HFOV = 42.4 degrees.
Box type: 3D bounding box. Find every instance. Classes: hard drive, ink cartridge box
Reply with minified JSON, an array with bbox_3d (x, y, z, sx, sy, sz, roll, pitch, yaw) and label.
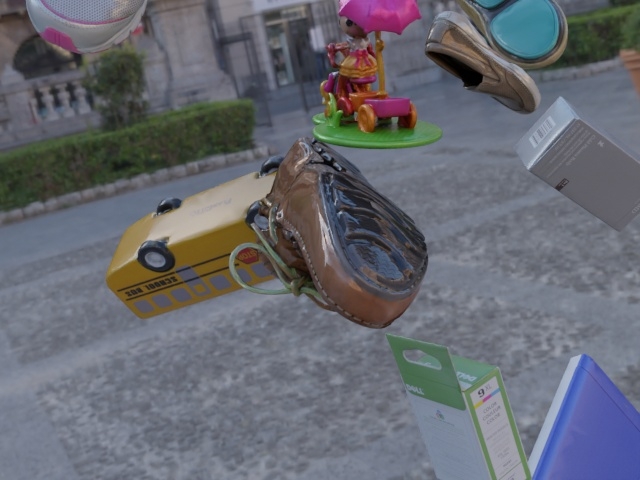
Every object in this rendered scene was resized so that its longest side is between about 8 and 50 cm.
[{"bbox_3d":[0.398,0.350,1.212,0.040,0.210,0.318,-31,14,47],"label":"hard drive"},{"bbox_3d":[0.160,0.190,0.950,0.062,0.209,0.109,-30,19,-28],"label":"ink cartridge box"}]

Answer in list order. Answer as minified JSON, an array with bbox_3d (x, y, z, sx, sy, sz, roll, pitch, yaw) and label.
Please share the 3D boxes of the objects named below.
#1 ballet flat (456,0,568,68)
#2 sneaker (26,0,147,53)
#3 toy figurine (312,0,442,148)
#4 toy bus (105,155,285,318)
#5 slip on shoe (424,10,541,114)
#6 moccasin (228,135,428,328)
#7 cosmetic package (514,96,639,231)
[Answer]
[{"bbox_3d":[0.216,-0.242,0.912,0.080,0.073,0.232,-32,43,12],"label":"ballet flat"},{"bbox_3d":[-0.173,-0.276,0.696,0.103,0.252,0.111,21,-21,-10],"label":"sneaker"},{"bbox_3d":[0.048,-0.186,0.820,0.130,0.159,0.173,-8,20,-22],"label":"toy figurine"},{"bbox_3d":[-0.139,0.001,1.135,0.333,0.130,0.108,-18,37,25],"label":"toy bus"},{"bbox_3d":[0.147,-0.151,0.752,0.051,0.135,0.041,2,60,54],"label":"slip on shoe"},{"bbox_3d":[-0.002,-0.002,0.814,0.147,0.139,0.380,-54,24,8],"label":"moccasin"},{"bbox_3d":[0.475,-0.131,1.452,0.238,0.127,0.107,29,26,-19],"label":"cosmetic package"}]
